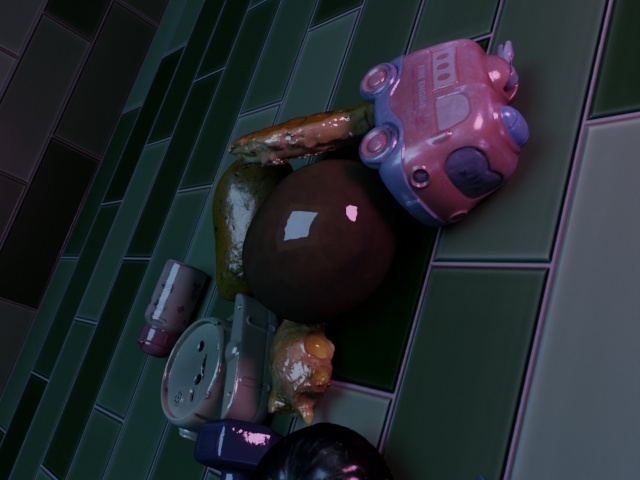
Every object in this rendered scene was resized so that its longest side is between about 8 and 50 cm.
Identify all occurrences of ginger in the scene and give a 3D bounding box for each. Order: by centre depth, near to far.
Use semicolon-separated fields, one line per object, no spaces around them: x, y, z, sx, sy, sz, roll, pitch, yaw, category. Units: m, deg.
-0.040;0.222;1.133;0.157;0.102;0.216;-47;37;32;ginger

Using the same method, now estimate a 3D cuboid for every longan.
0.000;0.000;1.114;0.300;0.243;0.300;-38;18;15;longan

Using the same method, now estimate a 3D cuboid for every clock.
-0.222;0.275;1.327;0.324;0.109;0.265;-30;46;38;clock

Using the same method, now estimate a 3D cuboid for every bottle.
-0.367;0.170;1.587;0.110;0.110;0.233;4;72;53;bottle

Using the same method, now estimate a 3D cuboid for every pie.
-0.011;-0.204;1.256;0.339;0.339;0.083;-2;108;52;pie

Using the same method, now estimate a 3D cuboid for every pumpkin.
0.001;0.376;0.923;0.233;0.163;0.233;-28;49;38;pumpkin

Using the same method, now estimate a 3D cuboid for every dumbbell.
-0.153;0.468;1.076;0.144;0.160;0.325;115;166;-64;dumbbell

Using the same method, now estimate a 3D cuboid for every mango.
-0.143;-0.036;1.383;0.176;0.176;0.329;-32;45;49;mango

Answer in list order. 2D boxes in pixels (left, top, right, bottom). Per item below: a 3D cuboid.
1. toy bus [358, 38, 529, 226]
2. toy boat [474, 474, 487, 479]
0.206;-0.182;1.027;0.232;0.197;0.294;-20;49;31;toy bus
0.141;0.374;0.798;0.215;0.102;0.088;-55;37;10;toy boat
